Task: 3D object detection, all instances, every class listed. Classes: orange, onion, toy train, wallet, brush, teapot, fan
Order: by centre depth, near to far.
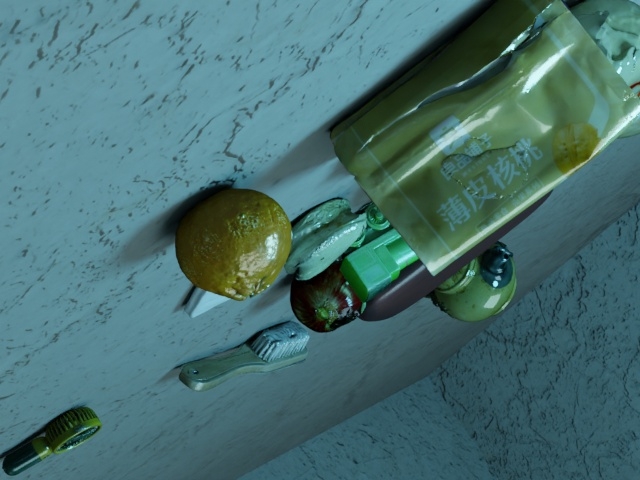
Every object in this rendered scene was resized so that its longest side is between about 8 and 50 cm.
[{"bbox_3d":[-0.094,0.005,1.514,0.135,0.117,0.135,-38,173,-5],"label":"orange"},{"bbox_3d":[-0.108,0.041,1.803,0.124,0.032,0.183,-23,164,-34],"label":"wallet"},{"bbox_3d":[-0.396,0.294,1.976,0.155,0.039,0.082,-30,167,-15],"label":"fan"},{"bbox_3d":[0.128,-0.014,2.006,0.251,0.119,0.085,-29,165,-18],"label":"toy train"},{"bbox_3d":[0.007,0.083,2.083,0.117,0.118,0.118,-40,167,8],"label":"onion"},{"bbox_3d":[-0.118,0.188,2.261,0.327,0.070,0.065,-13,136,-56],"label":"brush"},{"bbox_3d":[0.269,0.065,2.620,0.269,0.173,0.182,-14,147,44],"label":"teapot"}]

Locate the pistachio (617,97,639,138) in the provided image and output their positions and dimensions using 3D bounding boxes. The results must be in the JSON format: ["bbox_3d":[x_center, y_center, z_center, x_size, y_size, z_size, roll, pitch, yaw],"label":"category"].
[{"bbox_3d":[0.488,-0.222,2.211,0.185,0.126,0.108,-24,121,-30],"label":"pistachio"}]

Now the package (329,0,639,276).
[{"bbox_3d":[0.176,-0.148,1.545,0.311,0.221,0.165,-37,147,6],"label":"package"}]

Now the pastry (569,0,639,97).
[{"bbox_3d":[0.342,-0.218,1.784,0.265,0.133,0.265,-35,165,-11],"label":"pastry"}]

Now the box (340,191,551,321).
[{"bbox_3d":[0.202,-0.013,2.210,0.404,0.108,0.263,-38,167,12],"label":"box"}]

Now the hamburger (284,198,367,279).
[{"bbox_3d":[0.000,0.000,1.858,0.133,0.062,0.140,-28,164,-32],"label":"hamburger"}]
